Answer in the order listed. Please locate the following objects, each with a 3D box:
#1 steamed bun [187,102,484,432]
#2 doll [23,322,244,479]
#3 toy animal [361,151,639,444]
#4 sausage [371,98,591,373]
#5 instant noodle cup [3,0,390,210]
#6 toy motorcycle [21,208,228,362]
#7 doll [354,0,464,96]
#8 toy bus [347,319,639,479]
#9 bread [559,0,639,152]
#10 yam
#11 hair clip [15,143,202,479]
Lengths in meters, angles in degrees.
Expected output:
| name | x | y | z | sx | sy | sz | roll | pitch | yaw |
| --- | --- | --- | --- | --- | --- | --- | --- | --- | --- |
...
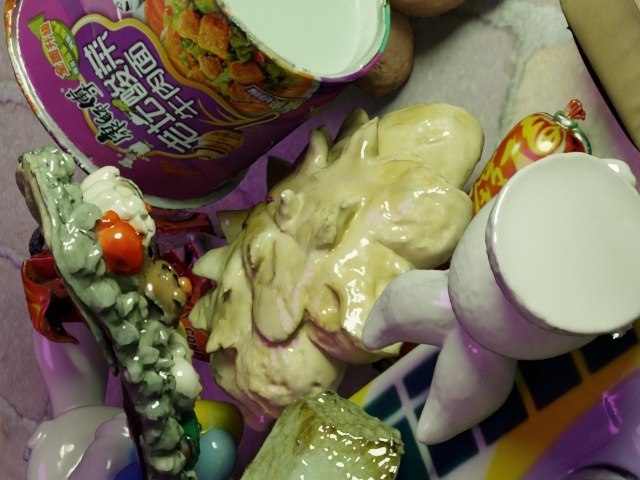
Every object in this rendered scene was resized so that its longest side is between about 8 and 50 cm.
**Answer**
| name | x | y | z | sx | sy | sz | roll | pitch | yaw |
| --- | --- | --- | --- | --- | --- | --- | --- | --- | --- |
| steamed bun | 0.000 | 0.000 | 1.152 | 0.292 | 0.137 | 0.295 | -48 | 11 | 16 |
| doll | -0.193 | 0.266 | 1.391 | 0.365 | 0.187 | 0.376 | 6 | 112 | 57 |
| toy animal | 0.113 | 0.030 | 0.873 | 0.104 | 0.131 | 0.221 | 53 | 154 | 4 |
| sausage | 0.129 | 0.002 | 1.152 | 0.083 | 0.083 | 0.264 | 51 | 121 | 38 |
| instant noodle cup | -0.080 | -0.170 | 1.118 | 0.190 | 0.251 | 0.251 | -27 | 66 | 41 |
| toy motorcycle | -0.168 | 0.036 | 1.387 | 0.298 | 0.171 | 0.089 | 7 | 130 | 30 |
| doll | 0.017 | -0.227 | 1.270 | 0.303 | 0.201 | 0.156 | -37 | 17 | 47 |
| toy bus | 0.129 | 0.180 | 1.025 | 0.440 | 0.209 | 0.249 | -42 | 55 | 36 |
| bread | 0.253 | -0.171 | 0.979 | 0.212 | 0.142 | 0.224 | -60 | 43 | 48 |
| yam | -0.034 | 0.228 | 0.971 | 0.106 | 0.106 | 0.259 | 35 | 110 | 44 |
| hair clip | -0.135 | 0.064 | 1.133 | 0.138 | 0.091 | 0.321 | -120 | 11 | -45 |
